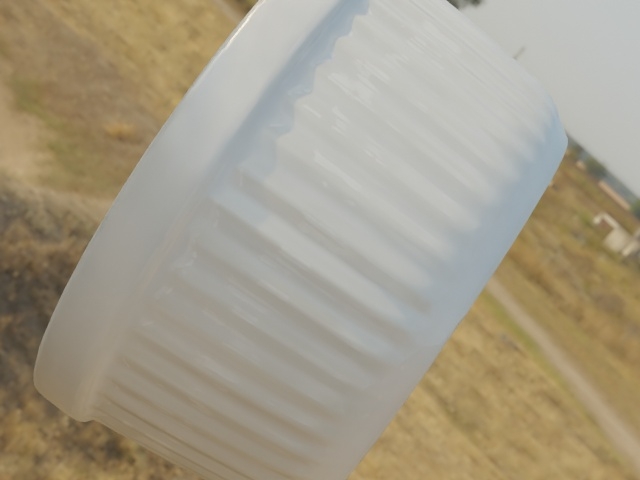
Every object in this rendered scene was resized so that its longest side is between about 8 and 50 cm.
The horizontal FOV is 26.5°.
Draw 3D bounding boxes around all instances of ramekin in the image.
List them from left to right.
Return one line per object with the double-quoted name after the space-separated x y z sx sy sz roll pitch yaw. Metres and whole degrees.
0.000 0.000 0.498 0.109 0.207 0.207 34 9 3 "ramekin"
